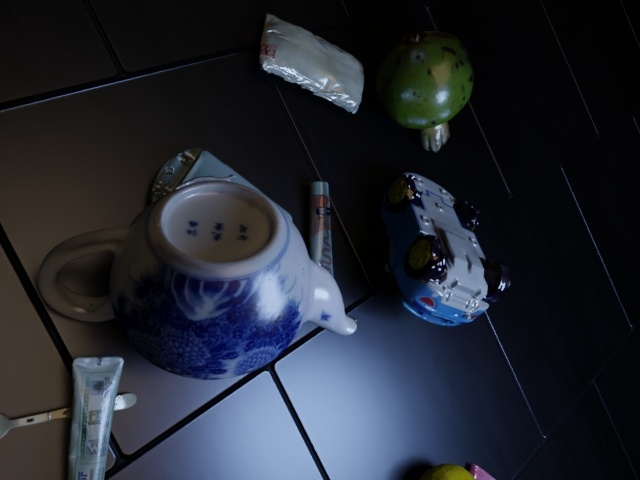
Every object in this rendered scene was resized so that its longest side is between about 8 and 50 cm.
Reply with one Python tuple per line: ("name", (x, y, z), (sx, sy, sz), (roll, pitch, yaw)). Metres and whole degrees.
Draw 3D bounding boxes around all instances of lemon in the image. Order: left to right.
("lemon", (0.221, 0.451, 0.915), (0.133, 0.109, 0.109), (1, 79, -40))

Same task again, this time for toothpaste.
("toothpaste", (-0.290, 0.256, 0.656), (0.064, 0.041, 0.218), (8, 81, -37))
("toothpaste", (0.000, 0.000, 0.920), (0.056, 0.036, 0.206), (3, 81, -34))

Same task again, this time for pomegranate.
("pomegranate", (0.214, -0.296, 1.051), (0.202, 0.202, 0.248), (-50, 137, -31))

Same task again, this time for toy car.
("toy car", (0.203, 0.013, 0.979), (0.198, 0.166, 0.314), (20, 40, -30))

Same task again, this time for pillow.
("pillow", (-0.012, -0.328, 0.975), (0.229, 0.051, 0.128), (16, 63, -30))

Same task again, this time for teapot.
("teapot", (-0.143, 0.072, 0.689), (0.423, 0.280, 0.252), (5, 45, -11))

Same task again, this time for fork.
("fork", (-0.343, 0.219, 0.657), (0.219, 0.028, 0.034), (-3, 73, -37))

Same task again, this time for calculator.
("calculator", (-0.148, -0.038, 0.824), (0.246, 0.045, 0.141), (37, 62, -21))

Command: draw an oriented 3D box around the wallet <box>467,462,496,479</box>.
("wallet", (0.285, 0.556, 0.983), (0.119, 0.025, 0.232), (41, 60, -18))
